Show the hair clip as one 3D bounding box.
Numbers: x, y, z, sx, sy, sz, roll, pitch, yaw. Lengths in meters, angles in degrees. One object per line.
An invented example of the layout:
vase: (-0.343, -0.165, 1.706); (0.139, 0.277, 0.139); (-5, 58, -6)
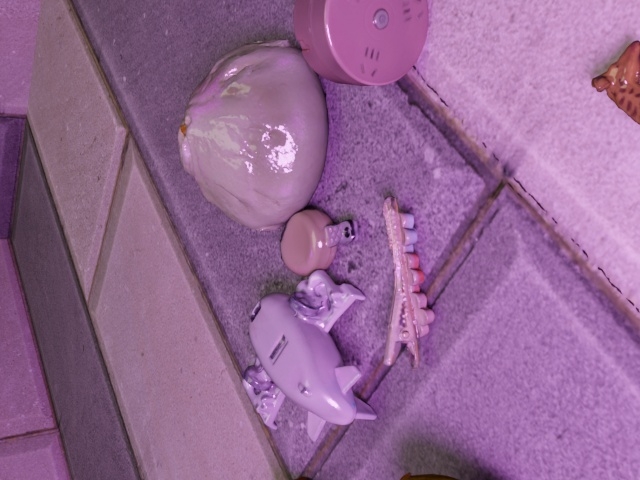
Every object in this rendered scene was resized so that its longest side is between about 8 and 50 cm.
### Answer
hair clip: (0.107, 0.051, 0.845); (0.062, 0.056, 0.213); (156, 116, -71)

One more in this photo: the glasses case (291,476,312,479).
glasses case: (0.004, 0.397, 0.999); (0.218, 0.075, 0.049); (-9, 87, 56)

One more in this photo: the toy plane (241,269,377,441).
toy plane: (-0.022, 0.166, 0.982); (0.252, 0.118, 0.252); (-16, 67, 42)

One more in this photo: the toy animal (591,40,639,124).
toy animal: (0.320, -0.074, 0.515); (0.275, 0.054, 0.149); (23, 109, 54)

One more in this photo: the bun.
bun: (-0.124, -0.163, 1.041); (0.293, 0.187, 0.293); (1, 91, 55)

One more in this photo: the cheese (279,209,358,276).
cheese: (-0.002, -0.006, 0.997); (0.171, 0.048, 0.092); (-44, 60, 49)

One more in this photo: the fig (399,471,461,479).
fig: (0.143, 0.316, 0.720); (0.166, 0.154, 0.144); (28, 113, 2)

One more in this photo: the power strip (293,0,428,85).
power strip: (0.051, -0.260, 0.809); (0.078, 0.154, 0.154); (22, 111, 56)
